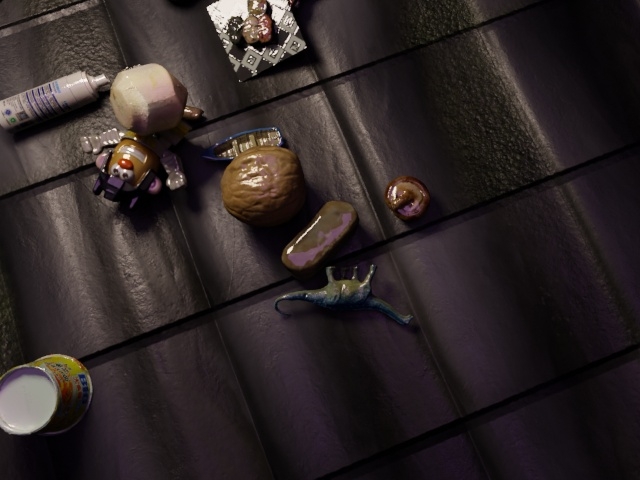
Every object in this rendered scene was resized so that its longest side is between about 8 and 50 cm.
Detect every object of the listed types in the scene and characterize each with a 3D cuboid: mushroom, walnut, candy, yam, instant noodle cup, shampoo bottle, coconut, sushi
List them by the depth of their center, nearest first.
[{"bbox_3d":[-0.685,0.377,1.300,0.205,0.153,0.205,0,78,0],"label":"instant noodle cup"},{"bbox_3d":[-0.413,-0.351,1.315,0.183,0.171,0.171,-33,80,-35],"label":"coconut"},{"bbox_3d":[-0.148,-0.140,1.380,0.228,0.228,0.228,0,79,0],"label":"walnut"},{"bbox_3d":[0.000,0.000,1.404,0.102,0.104,0.234,40,81,12],"label":"candy"},{"bbox_3d":[0.235,-0.114,1.435,0.127,0.087,0.127,0,83,1],"label":"mushroom"},{"bbox_3d":[-0.732,-0.393,1.479,0.303,0.092,0.092,-24,80,-5],"label":"shampoo bottle"},{"bbox_3d":[-0.185,-0.596,1.485,0.220,0.047,0.231,-23,94,14],"label":"sushi"},{"bbox_3d":[-0.455,-0.381,1.502,0.264,0.046,0.046,16,79,4],"label":"yam"}]

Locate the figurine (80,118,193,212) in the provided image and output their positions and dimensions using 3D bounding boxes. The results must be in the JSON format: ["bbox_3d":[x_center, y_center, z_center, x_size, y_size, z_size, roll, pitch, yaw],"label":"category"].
[{"bbox_3d":[-0.481,-0.217,1.421,0.308,0.143,0.308,-5,69,14],"label":"figurine"}]

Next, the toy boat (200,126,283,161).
[{"bbox_3d":[-0.216,-0.256,1.480,0.229,0.046,0.080,-17,80,-3],"label":"toy boat"}]

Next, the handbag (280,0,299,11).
[{"bbox_3d":[-0.125,-0.779,1.543,0.235,0.127,0.213,39,72,-4],"label":"handbag"}]

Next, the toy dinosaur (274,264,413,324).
[{"bbox_3d":[0.064,0.133,1.392,0.363,0.076,0.147,5,83,-2],"label":"toy dinosaur"}]
